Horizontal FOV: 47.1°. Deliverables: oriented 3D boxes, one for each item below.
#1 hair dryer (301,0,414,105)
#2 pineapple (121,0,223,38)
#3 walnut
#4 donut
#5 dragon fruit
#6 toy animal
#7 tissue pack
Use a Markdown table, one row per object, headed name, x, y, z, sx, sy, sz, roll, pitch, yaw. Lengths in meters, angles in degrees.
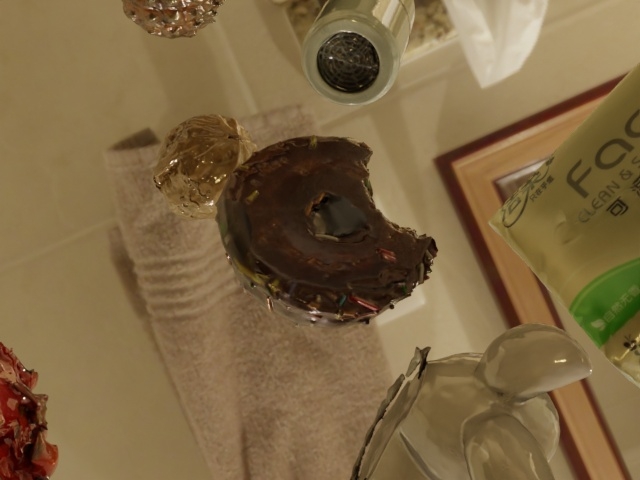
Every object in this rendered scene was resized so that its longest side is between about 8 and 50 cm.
| name | x | y | z | sx | sy | sz | roll | pitch | yaw |
| --- | --- | --- | --- | --- | --- | --- | --- | --- | --- |
| hair dryer | 0.006 | -0.139 | 0.344 | 0.047 | 0.137 | 0.082 | -10 | -150 | 20 |
| pineapple | -0.139 | -0.378 | 0.882 | 0.170 | 0.141 | 0.310 | 15 | 148 | -24 |
| walnut | -0.217 | -0.139 | 1.391 | 0.198 | 0.198 | 0.245 | -24 | 172 | -39 |
| donut | -0.001 | -0.001 | 0.778 | 0.216 | 0.230 | 0.096 | -29 | 156 | -27 |
| dragon fruit | -0.263 | 0.149 | 0.545 | 0.150 | 0.207 | 0.133 | -35 | 172 | -42 |
| toy animal | 0.134 | 0.201 | 0.712 | 0.325 | 0.154 | 0.208 | 112 | -1 | -66 |
| tissue pack | 0.456 | -0.050 | 0.900 | 0.405 | 0.205 | 0.331 | -49 | -150 | 15 |
